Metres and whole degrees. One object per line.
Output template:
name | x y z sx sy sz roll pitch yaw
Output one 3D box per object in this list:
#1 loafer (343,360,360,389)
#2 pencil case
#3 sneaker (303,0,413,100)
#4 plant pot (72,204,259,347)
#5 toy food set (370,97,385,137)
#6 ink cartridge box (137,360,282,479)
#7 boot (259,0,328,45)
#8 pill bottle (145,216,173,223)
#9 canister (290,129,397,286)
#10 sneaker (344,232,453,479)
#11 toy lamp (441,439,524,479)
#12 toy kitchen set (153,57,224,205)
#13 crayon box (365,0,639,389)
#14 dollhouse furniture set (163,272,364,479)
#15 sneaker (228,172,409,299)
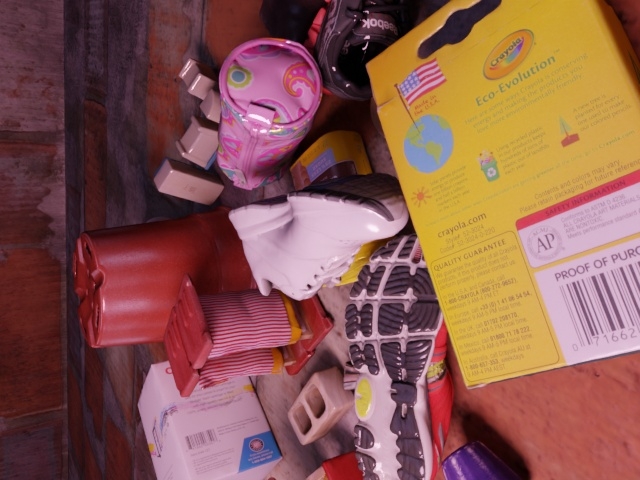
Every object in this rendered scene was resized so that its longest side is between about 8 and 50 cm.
loafer | 0.065 0.165 0.709 0.125 0.045 0.039 -36 58 54
pencil case | -0.078 -0.152 0.733 0.284 0.124 0.124 142 118 -74
sneaker | 0.057 -0.278 0.603 0.135 0.098 0.276 -120 39 -50
plant pot | -0.294 0.074 1.014 0.272 0.265 0.272 8 100 54
toy food set | 0.088 -0.162 0.654 0.083 0.020 0.083 -11 86 55
ink cartridge box | -0.213 0.347 1.014 0.232 0.171 0.168 61 139 31
boot | -0.050 -0.404 0.759 0.248 0.090 0.207 60 136 26
pill bottle | -0.379 0.035 1.272 0.184 0.103 0.103 -52 53 45
canister | 0.026 -0.040 0.713 0.126 0.073 0.169 -37 63 50
sneaker | 0.095 0.131 0.598 0.107 0.118 0.278 5 91 34
toy lamp | 0.207 0.312 0.493 0.274 0.080 0.080 54 135 35
toy kitchen set | -0.230 -0.205 1.052 0.207 0.122 0.166 -50 51 20
crayon box | 0.173 -0.059 0.457 0.202 0.081 0.318 -26 72 39
dollhouse furniture set | -0.057 0.225 0.751 0.374 0.201 0.152 60 138 32
sneaker | 0.000 0.000 0.621 0.297 0.111 0.129 -10 94 60
